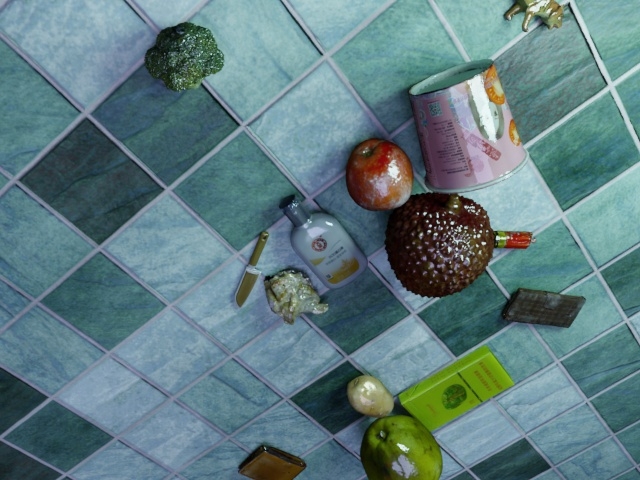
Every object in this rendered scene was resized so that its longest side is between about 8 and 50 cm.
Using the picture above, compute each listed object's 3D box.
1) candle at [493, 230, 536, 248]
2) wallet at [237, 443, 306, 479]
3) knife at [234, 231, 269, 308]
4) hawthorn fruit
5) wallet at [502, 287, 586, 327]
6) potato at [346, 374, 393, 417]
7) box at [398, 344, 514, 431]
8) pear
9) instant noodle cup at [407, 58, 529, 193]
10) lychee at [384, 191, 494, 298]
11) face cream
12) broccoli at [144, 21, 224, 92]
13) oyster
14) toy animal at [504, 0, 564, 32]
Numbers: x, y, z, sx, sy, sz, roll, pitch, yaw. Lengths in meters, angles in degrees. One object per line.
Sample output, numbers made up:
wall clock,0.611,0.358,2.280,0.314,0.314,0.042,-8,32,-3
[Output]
candle,0.533,-0.002,1.461,0.130,0.052,0.052,0,119,-8
wallet,-0.166,0.783,1.830,0.195,0.042,0.161,32,116,-24
knife,-0.184,0.087,1.440,0.046,0.022,0.256,16,117,-20
hawthorn fruit,0.140,-0.156,1.260,0.172,0.173,0.173,-3,120,-5
wallet,0.675,0.205,1.600,0.230,0.042,0.124,10,121,-11
potato,0.159,0.495,1.665,0.118,0.109,0.178,-48,122,-5
box,0.444,0.490,1.732,0.335,0.047,0.187,-35,118,12
pear,0.261,0.699,1.705,0.269,0.269,0.321,-28,126,9
instant noodle cup,0.320,-0.260,1.194,0.242,0.243,0.231,-21,112,5
lychee,0.294,0.008,1.311,0.275,0.276,0.304,3,134,-9
face cream,0.000,0.000,1.384,0.143,0.071,0.291,-32,118,11
broccoli,-0.286,-0.381,1.105,0.162,0.146,0.138,-19,153,-13
oyster,-0.065,0.160,1.466,0.190,0.081,0.163,7,114,-15
toy animal,0.436,-0.537,1.146,0.099,0.057,0.241,-44,114,10
